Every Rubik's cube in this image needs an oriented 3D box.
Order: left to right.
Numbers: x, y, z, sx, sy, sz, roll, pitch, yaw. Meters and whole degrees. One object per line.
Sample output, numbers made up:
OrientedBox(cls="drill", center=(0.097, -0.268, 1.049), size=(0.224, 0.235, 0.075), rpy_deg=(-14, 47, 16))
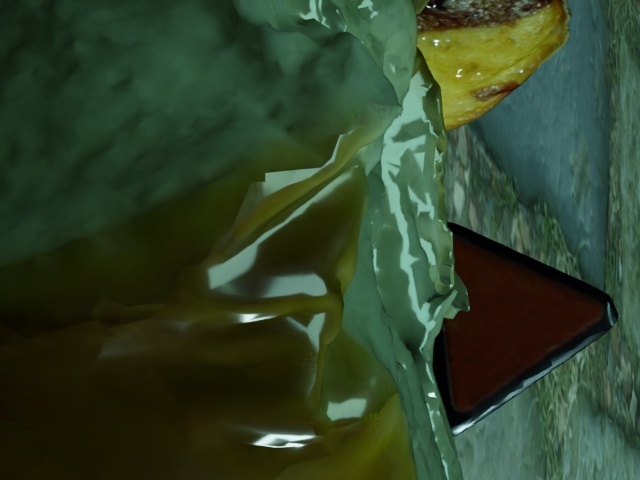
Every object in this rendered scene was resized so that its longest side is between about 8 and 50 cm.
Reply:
OrientedBox(cls="Rubik's cube", center=(-0.035, -0.009, 0.651), size=(0.234, 0.250, 0.284), rpy_deg=(53, 46, -11))

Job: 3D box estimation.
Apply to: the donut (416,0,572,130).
OrientedBox(cls="donut", center=(0.068, -0.179, 0.951), size=(0.295, 0.151, 0.112), rpy_deg=(34, 44, -60))

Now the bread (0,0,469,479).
OrientedBox(cls="bread", center=(-0.069, 0.037, 0.459), size=(0.225, 0.250, 0.279), rpy_deg=(-74, 151, -46))
